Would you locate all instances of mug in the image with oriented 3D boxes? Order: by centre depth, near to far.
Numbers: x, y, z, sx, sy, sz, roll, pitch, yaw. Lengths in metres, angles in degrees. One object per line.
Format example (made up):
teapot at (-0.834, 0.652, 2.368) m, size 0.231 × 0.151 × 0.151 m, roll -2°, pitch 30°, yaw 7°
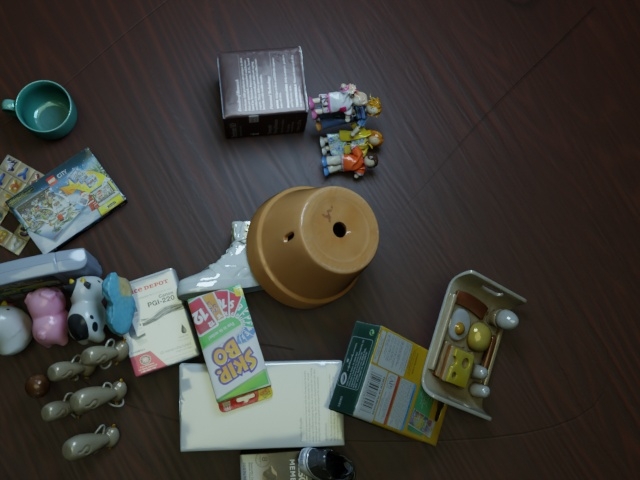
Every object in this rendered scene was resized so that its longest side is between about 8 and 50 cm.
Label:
mug at (-0.666, -0.316, 1.815) m, size 0.157 × 0.097 × 0.129 m, roll 37°, pitch 80°, yaw 2°

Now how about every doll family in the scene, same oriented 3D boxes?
doll family at (0.073, -0.284, 1.838) m, size 0.163 × 0.263 × 0.118 m, roll -8°, pitch 37°, yaw 7°

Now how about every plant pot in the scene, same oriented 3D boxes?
plant pot at (0.000, 0.000, 1.722) m, size 0.290 × 0.203 × 0.291 m, roll 7°, pitch 75°, yaw -26°

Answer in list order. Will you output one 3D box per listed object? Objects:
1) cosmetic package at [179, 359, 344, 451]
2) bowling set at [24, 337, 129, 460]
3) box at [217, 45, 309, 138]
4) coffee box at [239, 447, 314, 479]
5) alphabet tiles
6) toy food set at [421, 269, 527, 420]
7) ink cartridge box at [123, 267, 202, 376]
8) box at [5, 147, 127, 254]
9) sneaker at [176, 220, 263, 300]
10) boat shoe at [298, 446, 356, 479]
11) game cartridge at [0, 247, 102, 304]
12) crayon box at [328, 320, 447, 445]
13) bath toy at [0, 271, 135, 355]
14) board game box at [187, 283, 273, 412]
cosmetic package at (-0.134, 0.373, 1.721) m, size 0.365 × 0.155 × 0.197 m, roll 0°, pitch 80°, yaw -4°
bowling set at (-0.545, 0.328, 1.702) m, size 0.199 × 0.154 × 0.287 m, roll 21°, pitch 100°, yaw 26°
box at (-0.141, -0.357, 1.831) m, size 0.203 × 0.168 × 0.167 m, roll -6°, pitch 82°, yaw -5°
coffee box at (-0.093, 0.620, 1.702) m, size 0.168 × 0.119 × 0.297 m, roll -2°, pitch 81°, yaw -4°
alphabet tiles at (-0.775, -0.106, 1.817) m, size 0.237 × 0.009 × 0.198 m, roll 30°, pitch 80°, yaw 0°
toy food set at (0.370, 0.248, 1.764) m, size 0.219 × 0.092 × 0.306 m, roll 26°, pitch 77°, yaw -34°
ink cartridge box at (-0.384, 0.192, 1.761) m, size 0.158 × 0.092 × 0.218 m, roll -19°, pitch 81°, yaw -8°
box at (-0.606, -0.092, 1.805) m, size 0.233 × 0.044 × 0.159 m, roll -36°, pitch 88°, yaw -11°
sneaker at (-0.214, 0.042, 1.779) m, size 0.292 × 0.108 × 0.169 m, roll -10°, pitch 78°, yaw -29°
boat shoe at (0.036, 0.508, 1.682) m, size 0.076 × 0.228 × 0.080 m, roll -8°, pitch 57°, yaw 27°
game cartridge at (-0.659, 0.085, 1.701) m, size 0.294 × 0.196 × 0.060 m, roll -14°, pitch 75°, yaw -6°
crayon box at (0.174, 0.334, 1.726) m, size 0.323 × 0.083 × 0.203 m, roll 31°, pitch 72°, yaw -41°
bath toy at (-0.596, 0.159, 1.684) m, size 0.348 × 0.129 × 0.151 m, roll -13°, pitch 50°, yaw 12°
board game box at (-0.198, 0.236, 1.656) m, size 0.124 × 0.039 × 0.260 m, roll -17°, pitch 79°, yaw -9°
